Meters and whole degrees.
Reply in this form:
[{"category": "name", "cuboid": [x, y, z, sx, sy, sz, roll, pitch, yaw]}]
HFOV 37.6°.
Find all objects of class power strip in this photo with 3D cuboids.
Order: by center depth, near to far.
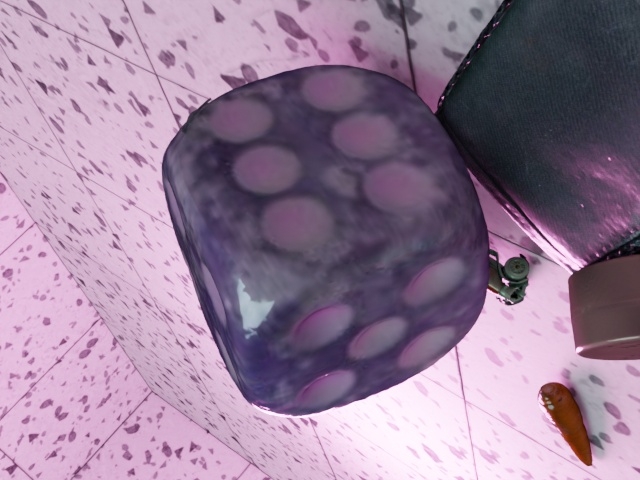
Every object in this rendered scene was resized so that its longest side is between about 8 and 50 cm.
[{"category": "power strip", "cuboid": [0.305, 0.064, 0.858, 0.154, 0.078, 0.154, -3, 164, -1]}]

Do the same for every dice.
[{"category": "dice", "cuboid": [0.000, 0.000, 0.984, 0.271, 0.270, 0.270, 88, 158, -52]}]

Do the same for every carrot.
[{"category": "carrot", "cuboid": [0.347, 0.261, 1.296, 0.048, 0.048, 0.216, 19, 153, 44]}]

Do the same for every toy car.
[{"category": "toy car", "cuboid": [0.181, 0.026, 1.118, 0.143, 0.054, 0.073, 34, 157, 22]}]

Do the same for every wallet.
[{"category": "wallet", "cuboid": [0.229, -0.104, 0.788, 0.237, 0.075, 0.342, 46, 160, 6]}]
